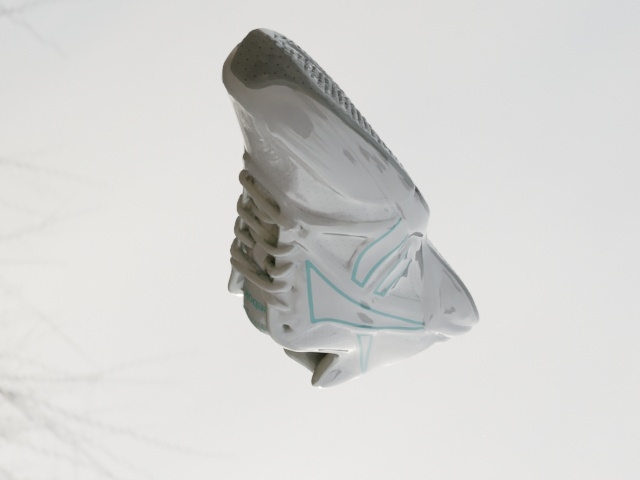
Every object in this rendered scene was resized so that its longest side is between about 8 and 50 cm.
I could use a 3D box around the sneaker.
[{"bbox_3d":[0.000,0.000,0.492,0.061,0.152,0.054,-34,-127,-2],"label":"sneaker"}]
